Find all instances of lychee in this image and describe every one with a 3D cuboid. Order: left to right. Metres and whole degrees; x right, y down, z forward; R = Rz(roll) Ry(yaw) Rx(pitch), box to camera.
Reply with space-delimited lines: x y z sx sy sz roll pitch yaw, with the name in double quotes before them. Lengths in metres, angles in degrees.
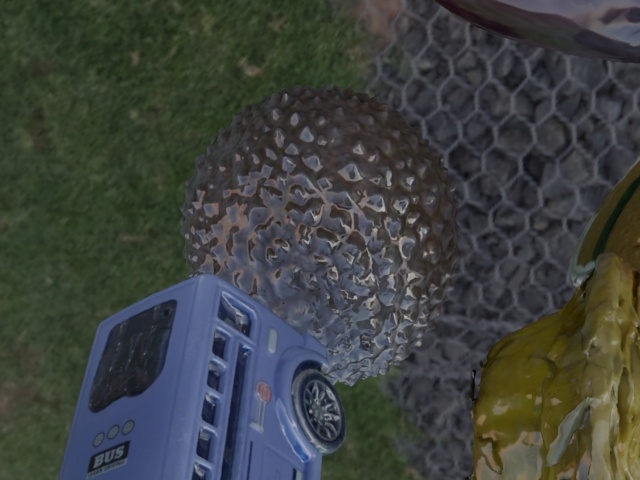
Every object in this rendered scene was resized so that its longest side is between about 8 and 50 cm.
"lychee" -0.005 -0.002 1.149 0.300 0.300 0.300 12 131 14

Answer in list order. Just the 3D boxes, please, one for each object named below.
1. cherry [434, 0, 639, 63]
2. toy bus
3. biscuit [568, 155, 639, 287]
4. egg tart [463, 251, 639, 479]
"cherry" 0.137 -0.181 0.503 0.239 0.239 0.206 1 105 22
"toy bus" -0.044 0.096 0.355 0.073 0.167 0.076 -25 130 28
"biscuit" 0.350 -0.005 1.124 0.057 0.287 0.344 37 169 -16
"egg tart" 0.157 0.148 0.760 0.116 0.295 0.294 -2 127 13
